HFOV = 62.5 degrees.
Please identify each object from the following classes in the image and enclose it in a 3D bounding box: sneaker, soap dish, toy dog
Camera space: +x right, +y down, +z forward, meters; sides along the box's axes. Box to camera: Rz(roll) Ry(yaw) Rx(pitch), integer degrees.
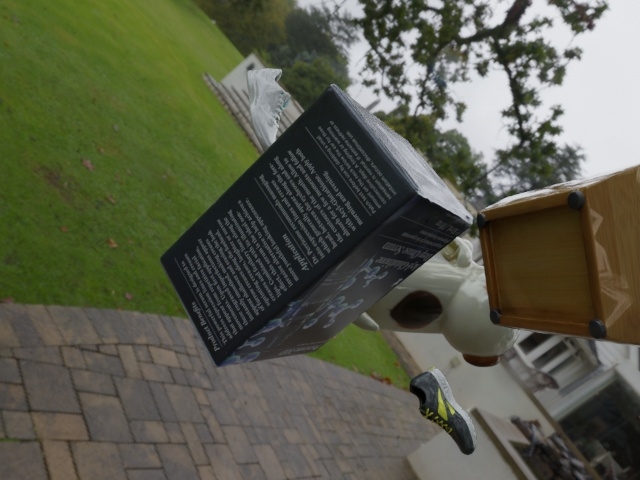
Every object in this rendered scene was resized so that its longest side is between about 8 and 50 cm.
[{"bbox_3d":[-0.110,-0.300,1.191,0.080,0.094,0.212,64,17,-74],"label":"sneaker"},{"bbox_3d":[0.110,0.159,0.485,0.031,0.035,0.083,103,-34,-49],"label":"sneaker"},{"bbox_3d":[0.344,0.030,0.750,0.291,0.118,0.228,164,-80,-74],"label":"soap dish"},{"bbox_3d":[0.267,0.113,1.217,0.408,0.284,0.395,20,18,12],"label":"toy dog"}]

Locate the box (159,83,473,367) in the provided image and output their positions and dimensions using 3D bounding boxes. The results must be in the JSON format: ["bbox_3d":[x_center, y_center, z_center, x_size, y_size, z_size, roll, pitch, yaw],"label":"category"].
[{"bbox_3d":[0.000,0.000,0.858,0.212,0.395,0.294,56,21,22],"label":"box"}]
